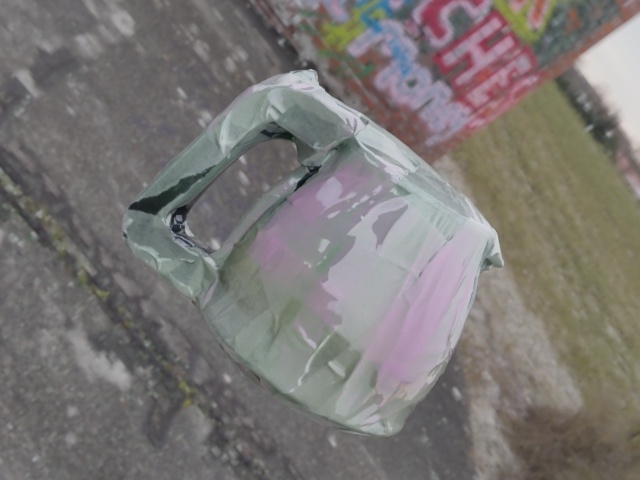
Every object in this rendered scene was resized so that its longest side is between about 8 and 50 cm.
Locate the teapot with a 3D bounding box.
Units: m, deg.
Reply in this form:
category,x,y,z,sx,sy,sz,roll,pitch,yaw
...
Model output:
category,x,y,z,sx,sy,sz,roll,pitch,yaw
teapot,0.007,0.003,0.683,0.222,0.178,0.163,39,10,25
